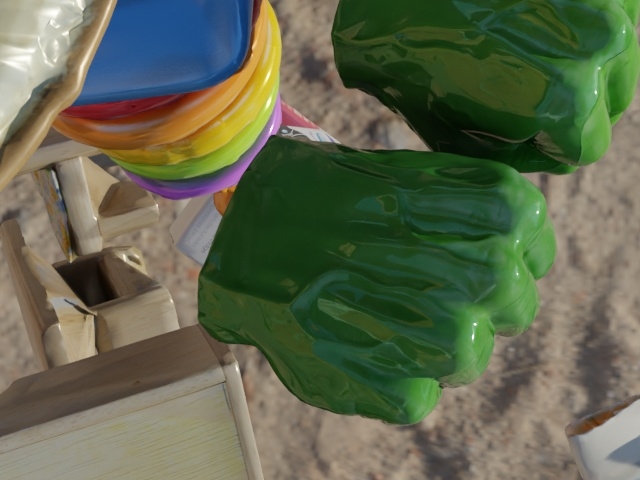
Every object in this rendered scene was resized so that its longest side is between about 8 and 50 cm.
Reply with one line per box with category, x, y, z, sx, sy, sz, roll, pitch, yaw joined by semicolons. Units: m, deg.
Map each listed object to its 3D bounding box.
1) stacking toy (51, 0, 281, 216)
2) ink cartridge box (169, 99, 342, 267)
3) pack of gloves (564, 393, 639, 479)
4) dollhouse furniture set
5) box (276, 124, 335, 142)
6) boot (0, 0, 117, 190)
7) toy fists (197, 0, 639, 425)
stacking toy;-0.079;-0.089;0.954;0.166;0.302;0.175;-4;63;15
ink cartridge box;0.000;0.000;1.451;0.218;0.092;0.158;36;93;-12
pack of gloves;0.200;0.091;0.659;0.195;0.232;0.046;-23;64;0
dollhouse furniture set;-0.212;0.112;1.157;0.257;0.394;0.362;-16;114;-12
box;-0.012;-0.052;1.284;0.081;0.028;0.136;54;24;21
boot;-0.160;-0.014;0.393;0.089;0.269;0.236;17;82;-38
toy fists;0.063;-0.042;0.784;0.279;0.142;0.096;-63;148;-20
